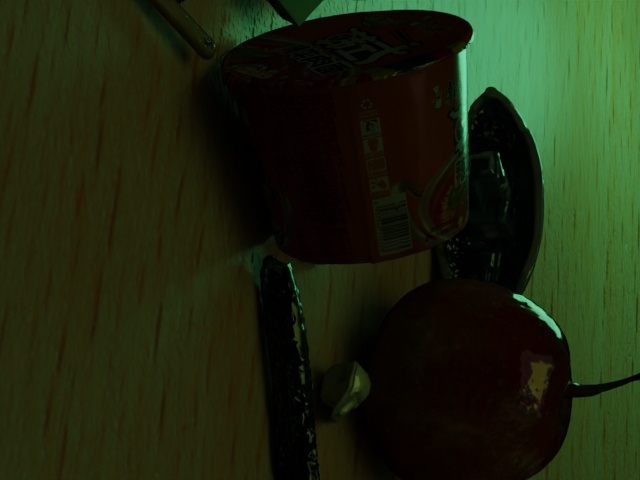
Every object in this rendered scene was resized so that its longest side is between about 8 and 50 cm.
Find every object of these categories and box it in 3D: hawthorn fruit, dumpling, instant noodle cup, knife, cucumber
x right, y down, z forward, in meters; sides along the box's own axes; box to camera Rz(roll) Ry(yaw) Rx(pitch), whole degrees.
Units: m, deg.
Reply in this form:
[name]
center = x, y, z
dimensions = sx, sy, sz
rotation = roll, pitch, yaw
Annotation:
[hawthorn fruit]
center = 0.160, 0.159, 2.067
dimensions = 0.231, 0.263, 0.235
rotation = 37, 76, -27
[dumpling]
center = 0.027, 0.156, 1.982
dimensions = 0.052, 0.076, 0.057
rotation = 14, 64, -36
[instant noodle cup]
center = 0.037, -0.099, 1.889
dimensions = 0.250, 0.250, 0.192
rotation = -44, 130, -58
[knife]
center = -0.168, -0.249, 1.748
dimensions = 0.256, 0.022, 0.046
rotation = 46, 50, -43
[cucumber]
center = -0.028, 0.140, 1.894
dimensions = 0.044, 0.043, 0.256
rotation = 4, 79, -68

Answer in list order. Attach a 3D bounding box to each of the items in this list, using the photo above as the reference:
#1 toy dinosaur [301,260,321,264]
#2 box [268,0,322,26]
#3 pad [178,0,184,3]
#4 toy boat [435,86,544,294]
[toy dinosaur]
center = 0.000, 0.000, 1.998
dimensions = 0.083, 0.031, 0.047
rotation = 7, 78, -63
[box]
center = -0.035, -0.339, 1.883
dimensions = 0.162, 0.041, 0.229
rotation = -47, 131, -7
[pad]
center = -0.167, -0.396, 1.811
dimensions = 0.299, 0.005, 0.202
rotation = 60, 35, -37
[toy boat]
center = 0.197, -0.037, 2.285
dimensions = 0.142, 0.129, 0.309
rotation = 51, 40, -63
